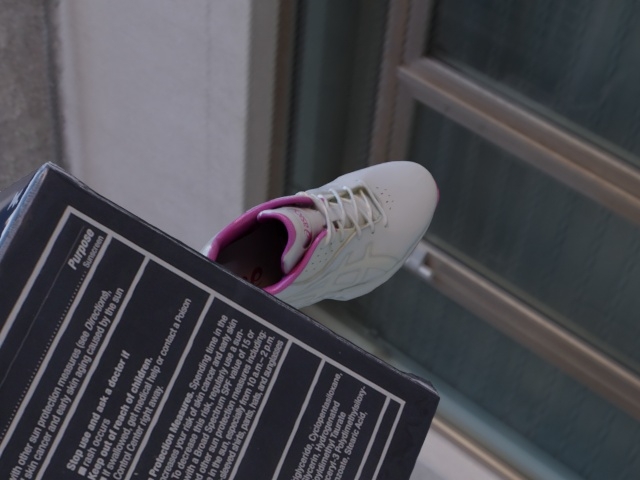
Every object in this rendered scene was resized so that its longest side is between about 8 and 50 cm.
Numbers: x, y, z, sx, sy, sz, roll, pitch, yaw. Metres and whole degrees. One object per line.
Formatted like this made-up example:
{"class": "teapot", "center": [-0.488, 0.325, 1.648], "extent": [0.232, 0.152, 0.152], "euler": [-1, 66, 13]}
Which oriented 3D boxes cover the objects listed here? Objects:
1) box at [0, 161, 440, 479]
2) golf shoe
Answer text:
{"class": "box", "center": [-0.132, 0.158, 0.724], "extent": [0.294, 0.183, 0.296], "euler": [33, -111, -23]}
{"class": "golf shoe", "center": [0.000, 0.000, 1.114], "extent": [0.306, 0.115, 0.140], "euler": [-31, -14, -24]}
